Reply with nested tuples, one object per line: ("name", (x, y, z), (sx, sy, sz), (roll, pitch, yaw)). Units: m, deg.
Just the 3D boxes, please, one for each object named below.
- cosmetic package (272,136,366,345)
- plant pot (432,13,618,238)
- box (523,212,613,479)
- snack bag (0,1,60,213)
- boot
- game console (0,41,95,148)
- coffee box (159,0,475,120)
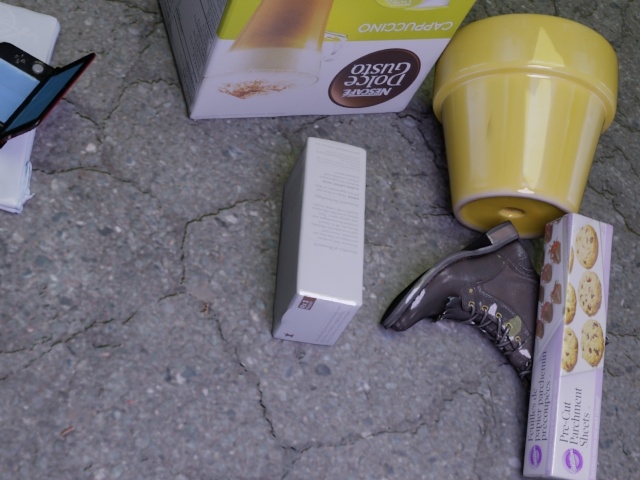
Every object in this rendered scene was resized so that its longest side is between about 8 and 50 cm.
("cosmetic package", (0.000, 0.000, 1.111), (0.085, 0.117, 0.231), (11, 57, -13))
("plant pot", (0.272, -0.140, 1.244), (0.254, 0.254, 0.239), (14, 71, -13))
("box", (0.302, 0.128, 1.102), (0.067, 0.063, 0.324), (16, 71, -16))
("snack bag", (-0.500, -0.197, 1.094), (0.342, 0.037, 0.323), (11, 56, -18))
("boot", (0.230, 0.113, 1.150), (0.263, 0.091, 0.229), (-30, 81, -26))
("game console", (-0.358, -0.186, 1.075), (0.124, 0.085, 0.144), (30, 52, -5))
("coffee box", (-0.019, -0.393, 1.220), (0.337, 0.334, 0.338), (-6, 63, -25))
